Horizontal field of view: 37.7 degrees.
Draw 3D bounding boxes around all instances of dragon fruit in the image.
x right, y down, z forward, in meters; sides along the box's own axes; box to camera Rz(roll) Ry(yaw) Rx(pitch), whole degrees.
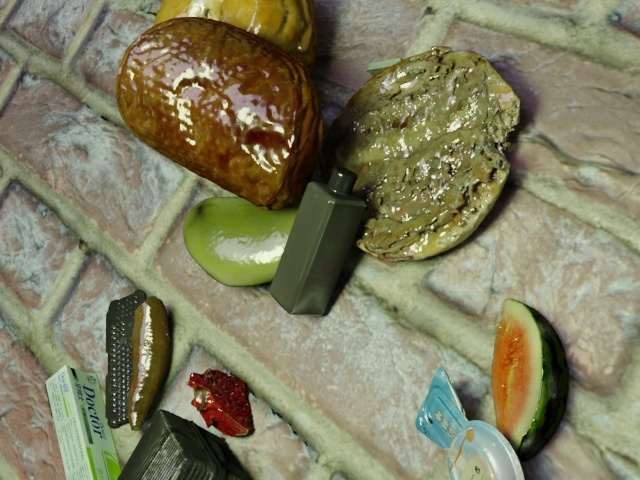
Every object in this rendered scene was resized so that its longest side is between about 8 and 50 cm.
[{"bbox_3d":[-0.178,0.271,1.549,0.063,0.131,0.097,-32,46,28],"label":"dragon fruit"}]

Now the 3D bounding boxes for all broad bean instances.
[{"bbox_3d":[-0.124,-0.008,1.636,0.263,0.121,0.189,-5,59,33],"label":"broad bean"}]

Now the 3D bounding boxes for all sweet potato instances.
[{"bbox_3d":[-0.313,0.225,1.714,0.077,0.077,0.244,-8,74,35],"label":"sweet potato"}]

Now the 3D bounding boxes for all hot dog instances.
[{"bbox_3d":[-0.162,-0.209,1.555,0.387,0.174,0.267,30,118,18],"label":"hot dog"}]

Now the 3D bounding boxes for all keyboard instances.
[{"bbox_3d":[-0.372,0.224,1.791,0.106,0.016,0.262,-23,57,28],"label":"keyboard"}]

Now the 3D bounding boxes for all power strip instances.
[{"bbox_3d":[0.115,-0.304,1.646,0.083,0.027,0.017,1,68,38],"label":"power strip"}]

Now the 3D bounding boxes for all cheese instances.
[{"bbox_3d":[0.205,0.291,1.269,0.245,0.052,0.135,52,134,45],"label":"cheese"}]

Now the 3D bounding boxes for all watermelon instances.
[{"bbox_3d":[0.278,0.188,1.284,0.119,0.063,0.245,-18,60,46],"label":"watermelon"}]

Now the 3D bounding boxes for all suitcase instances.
[{"bbox_3d":[-0.261,0.457,1.464,0.335,0.152,0.229,-61,24,0],"label":"suitcase"}]

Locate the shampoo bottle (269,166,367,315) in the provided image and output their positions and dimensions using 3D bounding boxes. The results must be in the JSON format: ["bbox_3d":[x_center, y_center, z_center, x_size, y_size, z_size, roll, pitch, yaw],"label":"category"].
[{"bbox_3d":[0.000,0.000,1.509,0.079,0.080,0.246,42,119,46],"label":"shampoo bottle"}]

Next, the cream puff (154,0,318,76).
[{"bbox_3d":[-0.149,-0.379,1.750,0.327,0.231,0.343,-46,56,18],"label":"cream puff"}]

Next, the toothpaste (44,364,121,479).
[{"bbox_3d":[-0.427,0.384,1.717,0.067,0.081,0.336,-39,51,17],"label":"toothpaste"}]

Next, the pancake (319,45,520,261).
[{"bbox_3d":[0.156,-0.139,1.509,0.382,0.071,0.382,-19,60,36],"label":"pancake"}]
